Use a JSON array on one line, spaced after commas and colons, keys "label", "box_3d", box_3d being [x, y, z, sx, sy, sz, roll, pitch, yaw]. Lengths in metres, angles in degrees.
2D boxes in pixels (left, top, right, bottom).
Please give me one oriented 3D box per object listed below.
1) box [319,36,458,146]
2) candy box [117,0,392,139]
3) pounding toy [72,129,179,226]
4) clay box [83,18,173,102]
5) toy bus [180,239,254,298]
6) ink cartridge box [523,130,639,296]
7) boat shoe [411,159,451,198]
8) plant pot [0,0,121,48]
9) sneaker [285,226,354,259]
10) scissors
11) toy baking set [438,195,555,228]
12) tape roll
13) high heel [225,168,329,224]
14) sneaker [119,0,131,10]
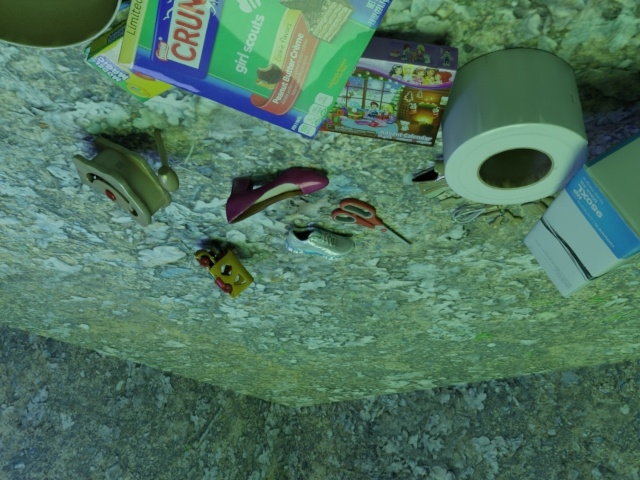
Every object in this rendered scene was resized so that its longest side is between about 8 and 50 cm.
[{"label": "box", "box_3d": [0.077, -0.266, 1.019, 0.293, 0.057, 0.201, 9, 152, 4]}, {"label": "candy box", "box_3d": [-0.096, -0.325, 0.817, 0.317, 0.122, 0.268, 19, 136, -15]}, {"label": "pounding toy", "box_3d": [-0.387, -0.141, 1.245, 0.269, 0.155, 0.154, 25, 150, 28]}, {"label": "clay box", "box_3d": [-0.299, -0.319, 0.997, 0.222, 0.053, 0.127, -17, 145, 31]}, {"label": "toy bus", "box_3d": [-0.281, 0.067, 1.661, 0.104, 0.191, 0.202, -41, 152, -11]}, {"label": "ink cartridge box", "box_3d": [0.586, -0.065, 1.083, 0.285, 0.166, 0.395, -30, 162, -5]}, {"label": "boat shoe", "box_3d": [0.276, -0.149, 1.252, 0.072, 0.068, 0.190, 32, 142, -24]}, {"label": "plant pot", "box_3d": [-0.365, -0.407, 0.693, 0.283, 0.191, 0.284, 3, 152, 1]}, {"label": "sneaker", "box_3d": [0.000, 0.000, 1.552, 0.190, 0.071, 0.083, 4, 146, -3]}, {"label": "scissors", "box_3d": [0.161, -0.039, 1.509, 0.297, 0.021, 0.109, 21, 145, -27]}, {"label": "toy baking set", "box_3d": [0.430, -0.079, 1.399, 0.256, 0.030, 0.197, 13, 150, -19]}, {"label": "tape roll", "box_3d": [0.343, -0.197, 1.042, 0.246, 0.169, 0.246, 3, 152, 2]}, {"label": "high heel", "box_3d": [-0.101, -0.096, 1.325, 0.243, 0.117, 0.082, -1, 151, 8]}, {"label": "sneaker", "box_3d": [-0.366, -0.374, 0.905, 0.209, 0.069, 0.082, -13, -178, 11]}]
